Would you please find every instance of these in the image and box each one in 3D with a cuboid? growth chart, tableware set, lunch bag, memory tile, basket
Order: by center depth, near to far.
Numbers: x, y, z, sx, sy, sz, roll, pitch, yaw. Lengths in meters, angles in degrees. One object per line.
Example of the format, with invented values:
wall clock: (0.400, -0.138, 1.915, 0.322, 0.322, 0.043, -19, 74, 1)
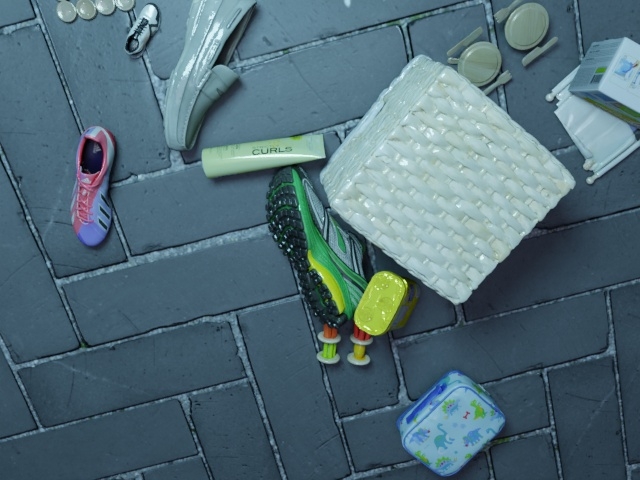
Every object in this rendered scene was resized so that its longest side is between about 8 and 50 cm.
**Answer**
memory tile: (-0.424, -0.470, 1.071, 0.148, 0.012, 0.113, -11, 107, 0)
basket: (0.216, -0.120, 1.081, 0.331, 0.266, 0.328, 38, 102, -11)
tableware set: (0.348, -0.380, 1.125, 0.194, 0.039, 0.128, -37, 121, 14)
growth chart: (0.571, -0.255, 1.184, 0.172, 0.021, 0.237, -34, 106, 7)
lunch bag: (0.296, 0.417, 1.336, 0.176, 0.090, 0.219, 39, 101, -14)

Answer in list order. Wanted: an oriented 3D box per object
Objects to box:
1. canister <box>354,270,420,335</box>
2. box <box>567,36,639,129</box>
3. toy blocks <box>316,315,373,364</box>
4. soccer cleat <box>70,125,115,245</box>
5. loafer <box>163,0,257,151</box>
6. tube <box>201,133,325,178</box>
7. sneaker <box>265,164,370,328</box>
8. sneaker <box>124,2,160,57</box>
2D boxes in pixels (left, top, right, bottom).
canister: (0.143, 0.129, 1.192, 0.073, 0.170, 0.126, 28, 94, 22)
box: (0.604, -0.290, 1.106, 0.203, 0.114, 0.103, 23, 100, -11)
toy blocks: (0.057, 0.195, 1.275, 0.123, 0.054, 0.148, 4, 107, -5)
soccer cleat: (-0.451, -0.101, 1.137, 0.083, 0.095, 0.248, 12, 105, -7)
loafer: (-0.208, -0.313, 1.078, 0.111, 0.112, 0.319, 19, 104, 0)
tube: (-0.111, -0.171, 1.146, 0.240, 0.062, 0.070, -8, 80, 3)
sneaker: (0.000, 0.000, 1.195, 0.146, 0.134, 0.343, -30, 102, -32)
sneaker: (-0.332, -0.391, 1.084, 0.040, 0.044, 0.109, 26, 102, -8)
